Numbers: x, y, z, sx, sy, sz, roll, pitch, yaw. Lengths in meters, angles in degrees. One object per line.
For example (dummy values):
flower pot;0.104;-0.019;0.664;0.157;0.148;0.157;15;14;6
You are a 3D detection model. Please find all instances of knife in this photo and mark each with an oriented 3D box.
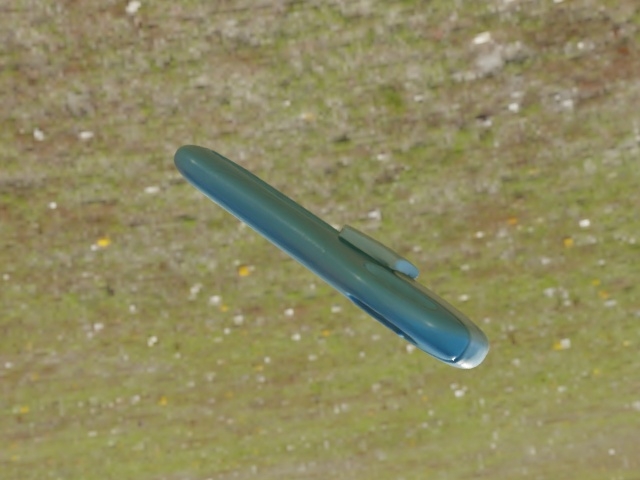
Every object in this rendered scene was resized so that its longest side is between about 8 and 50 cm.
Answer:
knife;0.000;0.000;0.598;0.222;0.031;0.064;34;-173;39
